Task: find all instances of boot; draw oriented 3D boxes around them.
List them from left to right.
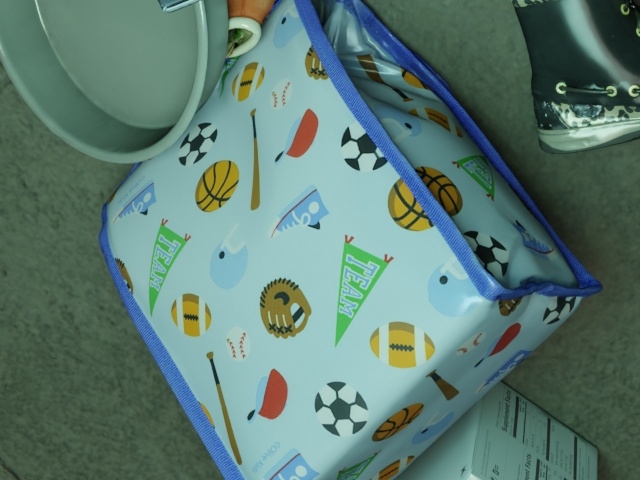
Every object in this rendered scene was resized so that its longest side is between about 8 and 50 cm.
[{"bbox_3d":[-0.101,-0.195,1.372,0.059,0.084,0.158,26,151,-35],"label":"boot"},{"bbox_3d":[0.282,-0.185,1.325,0.236,0.085,0.178,-15,106,17],"label":"boot"}]

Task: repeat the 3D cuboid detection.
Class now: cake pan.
[{"bbox_3d":[-0.192,-0.215,1.357,0.293,0.054,0.293,20,122,34],"label":"cake pan"}]

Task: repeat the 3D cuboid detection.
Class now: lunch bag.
[{"bbox_3d":[0.000,0.000,1.363,0.328,0.239,0.385,-47,65,22],"label":"lunch bag"}]

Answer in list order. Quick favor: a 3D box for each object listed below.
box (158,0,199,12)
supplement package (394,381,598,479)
[{"bbox_3d":[-0.077,-0.394,1.182,0.179,0.312,0.343,-19,108,18],"label":"box"},{"bbox_3d":[0.133,0.299,1.487,0.145,0.204,0.262,36,114,-6],"label":"supplement package"}]
